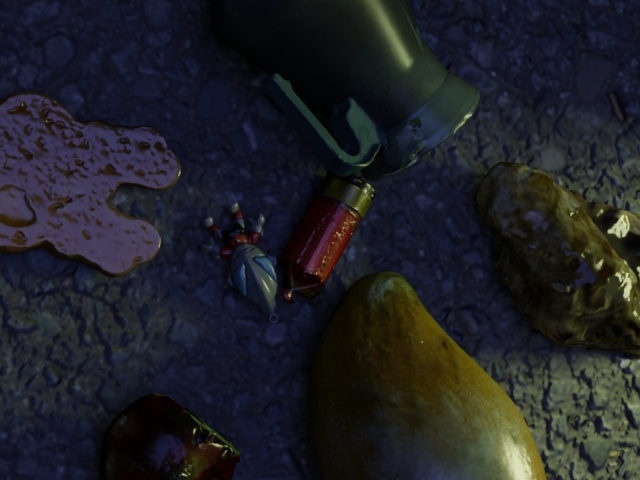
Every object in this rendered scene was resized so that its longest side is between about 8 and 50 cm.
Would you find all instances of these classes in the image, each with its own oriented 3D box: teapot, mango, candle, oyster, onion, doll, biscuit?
[{"bbox_3d":[0.018,-0.166,1.455,0.225,0.171,0.203,50,44,-15],"label":"teapot"},{"bbox_3d":[0.091,0.180,1.477,0.192,0.146,0.316,-20,83,-21],"label":"mango"},{"bbox_3d":[0.000,0.000,1.504,0.052,0.052,0.131,31,79,-14],"label":"candle"},{"bbox_3d":[0.286,0.023,1.579,0.294,0.094,0.166,9,76,-23],"label":"oyster"},{"bbox_3d":[-0.135,0.192,1.418,0.117,0.118,0.119,43,76,-15],"label":"onion"},{"bbox_3d":[-0.063,0.023,1.488,0.057,0.039,0.114,-28,90,-32],"label":"doll"},{"bbox_3d":[-0.244,-0.054,1.437,0.236,0.040,0.144,16,75,-15],"label":"biscuit"}]
